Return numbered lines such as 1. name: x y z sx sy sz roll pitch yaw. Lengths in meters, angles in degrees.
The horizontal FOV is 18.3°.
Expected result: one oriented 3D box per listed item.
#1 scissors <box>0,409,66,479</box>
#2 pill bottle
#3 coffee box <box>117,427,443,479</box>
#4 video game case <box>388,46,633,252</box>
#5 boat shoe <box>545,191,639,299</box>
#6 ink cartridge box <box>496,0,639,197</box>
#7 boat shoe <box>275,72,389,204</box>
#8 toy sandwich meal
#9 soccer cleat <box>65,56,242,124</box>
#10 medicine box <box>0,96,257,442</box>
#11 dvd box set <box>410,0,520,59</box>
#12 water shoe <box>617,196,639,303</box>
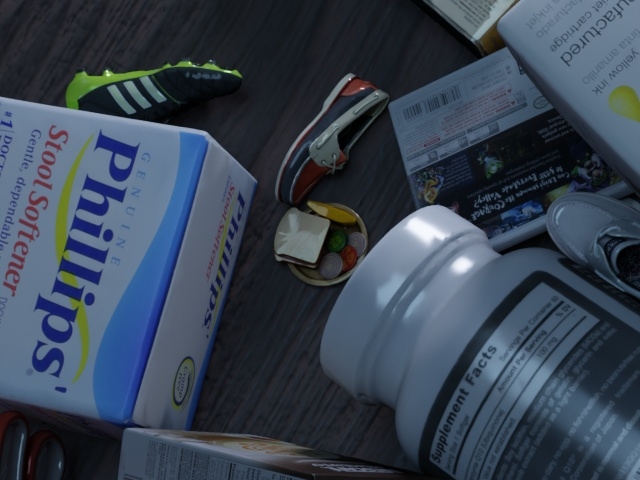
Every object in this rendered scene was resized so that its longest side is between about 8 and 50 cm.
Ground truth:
1. scissors: -0.263 0.295 1.694 0.021 0.109 0.297 1 80 25
2. pill bottle: 0.192 0.135 1.561 0.363 0.210 0.210 35 85 24
3. coffee box: -0.037 0.215 1.580 0.246 0.141 0.098 6 89 49
4. video game case: 0.162 -0.082 1.716 0.190 0.022 0.173 -24 62 20
5. boat shoe: 0.248 0.014 1.592 0.184 0.063 0.066 43 100 32
6. ink cartridge box: 0.366 -0.106 1.486 0.279 0.160 0.385 -42 62 4
7. boat shoe: 0.009 -0.086 1.777 0.043 0.049 0.137 31 79 21
8. toy sandwich meal: 0.000 0.000 1.760 0.085 0.029 0.086 -5 72 16
9. soccer cleat: -0.153 -0.127 1.838 0.179 0.060 0.072 -4 81 23
10. medicine box: -0.236 0.025 1.761 0.289 0.149 0.264 10 76 20
11. dvd box set: 0.186 -0.406 1.815 0.420 0.062 0.307 -47 66 -1
12. water shoe: 0.291 0.056 1.637 0.080 0.073 0.203 -41 57 9
